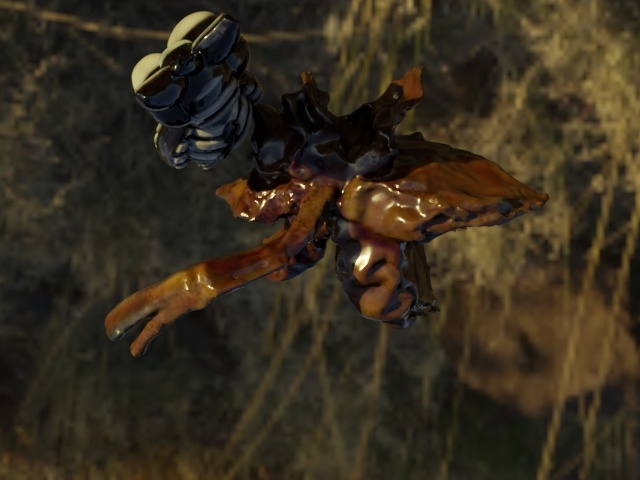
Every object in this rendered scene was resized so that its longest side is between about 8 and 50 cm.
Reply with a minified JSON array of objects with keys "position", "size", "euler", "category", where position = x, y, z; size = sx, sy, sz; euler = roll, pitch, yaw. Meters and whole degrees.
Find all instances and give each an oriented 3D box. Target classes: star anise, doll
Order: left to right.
[{"position":[-0.085,-0.102,1.177],"size":[0.091,0.067,0.219],"euler":[-41,170,-7],"category":"doll"},{"position":[-0.006,-0.004,1.280],"size":[0.346,0.148,0.237],"euler":[-21,123,-5],"category":"star anise"}]
